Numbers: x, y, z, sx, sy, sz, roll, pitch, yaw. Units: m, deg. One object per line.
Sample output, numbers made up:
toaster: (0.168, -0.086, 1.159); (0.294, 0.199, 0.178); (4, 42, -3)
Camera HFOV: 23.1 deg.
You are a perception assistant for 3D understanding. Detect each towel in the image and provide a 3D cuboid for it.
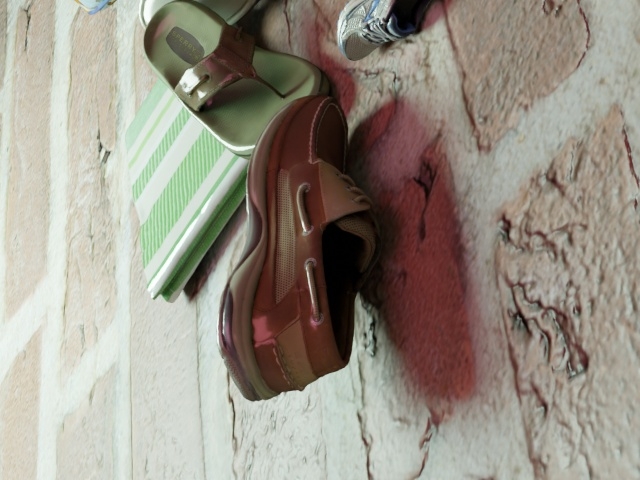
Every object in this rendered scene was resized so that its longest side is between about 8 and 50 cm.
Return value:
towel: (-0.142, -0.112, 1.767); (0.248, 0.038, 0.325); (-55, 30, 26)

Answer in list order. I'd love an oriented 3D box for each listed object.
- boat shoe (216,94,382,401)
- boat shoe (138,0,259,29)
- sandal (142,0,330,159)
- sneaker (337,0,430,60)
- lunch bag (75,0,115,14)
boat shoe: (0.000, 0.000, 1.380); (0.116, 0.123, 0.324); (-9, 50, 22)
boat shoe: (-0.073, -0.335, 1.714); (0.335, 0.112, 0.095); (-42, 4, 35)
sandal: (-0.108, -0.175, 1.616); (0.303, 0.086, 0.120); (34, 87, 42)
sneaker: (0.061, -0.207, 1.442); (0.135, 0.052, 0.058); (-47, 40, 38)
lunch bag: (-0.194, -0.384, 1.749); (0.243, 0.115, 0.303); (-49, 13, -19)
